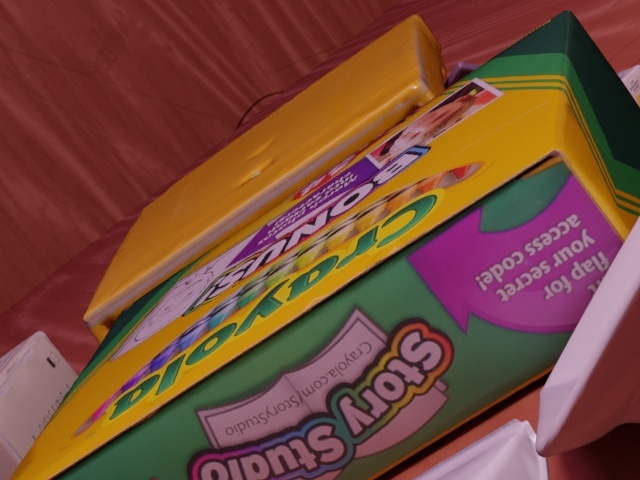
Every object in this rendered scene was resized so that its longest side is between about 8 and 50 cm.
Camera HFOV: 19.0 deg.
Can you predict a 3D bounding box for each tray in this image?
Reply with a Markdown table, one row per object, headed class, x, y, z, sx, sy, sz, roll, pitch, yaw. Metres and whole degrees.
| class | x | y | z | sx | sy | sz | roll | pitch | yaw |
| --- | --- | --- | --- | --- | --- | --- | --- | --- | --- |
| tray | 0.132 | 0.015 | 0.751 | 0.145 | 0.030 | 0.270 | -60 | -6 | 3 |

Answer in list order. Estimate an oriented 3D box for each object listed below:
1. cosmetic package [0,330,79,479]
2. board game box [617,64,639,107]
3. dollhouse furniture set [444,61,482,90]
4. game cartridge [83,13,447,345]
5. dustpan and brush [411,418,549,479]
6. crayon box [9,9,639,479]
| class | x | y | z | sx | sy | sz | roll | pitch | yaw |
| --- | --- | --- | --- | --- | --- | --- | --- | --- | --- |
| cosmetic package | -0.273 | 0.206 | 1.250 | 0.296 | 0.129 | 0.153 | -33 | 11 | 17 |
| board game box | 0.147 | -0.055 | 1.296 | 0.154 | 0.026 | 0.103 | -41 | 11 | -27 |
| dollhouse furniture set | 0.129 | -0.063 | 1.461 | 0.114 | 0.091 | 0.081 | -57 | 37 | 40 |
| game cartridge | -0.029 | -0.049 | 1.416 | 0.285 | 0.052 | 0.323 | -35 | 10 | 11 |
| dustpan and brush | 0.018 | 0.154 | 0.697 | 0.147 | 0.060 | 0.211 | -35 | 3 | 21 |
| crayon box | 0.015 | 0.037 | 1.084 | 0.363 | 0.106 | 0.313 | -34 | 10 | 17 |
